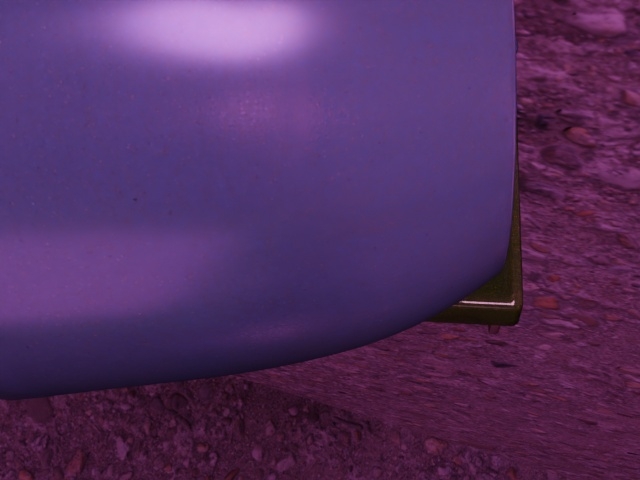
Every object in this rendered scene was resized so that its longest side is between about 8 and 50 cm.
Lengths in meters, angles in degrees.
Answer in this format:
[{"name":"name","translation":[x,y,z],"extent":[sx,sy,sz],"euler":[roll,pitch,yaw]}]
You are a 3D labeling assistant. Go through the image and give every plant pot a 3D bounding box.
[{"name":"plant pot","translation":[-0.031,-0.071,0.499],"extent":[0.235,0.293,0.293],"euler":[-1,162,5]}]

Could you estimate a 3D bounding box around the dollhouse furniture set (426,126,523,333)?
[{"name":"dollhouse furniture set","translation":[0.000,0.000,0.830],"extent":[0.301,0.151,0.197],"euler":[3,162,6]}]
